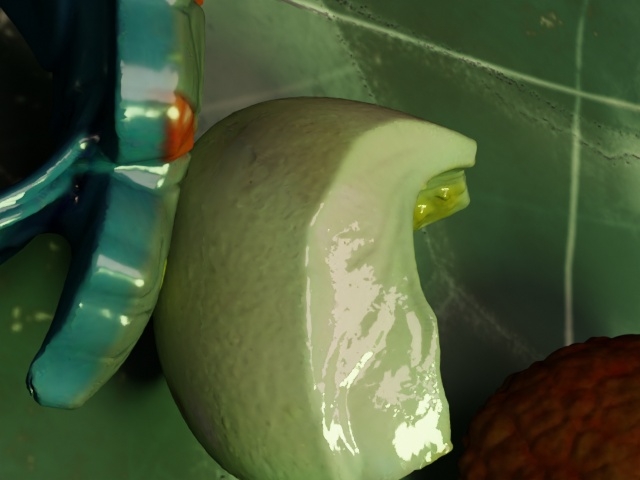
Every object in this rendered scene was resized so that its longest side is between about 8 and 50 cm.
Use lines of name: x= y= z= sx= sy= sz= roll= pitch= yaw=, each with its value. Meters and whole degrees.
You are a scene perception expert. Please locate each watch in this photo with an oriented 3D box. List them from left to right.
watch: x=-0.212 y=-0.061 z=0.809 sx=0.274 sy=0.241 sz=0.305 roll=6 pitch=72 yaw=-18

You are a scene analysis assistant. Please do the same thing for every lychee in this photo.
lychee: x=0.240 y=0.192 z=1.011 sx=0.300 sy=0.255 sz=0.255 roll=9 pitch=61 yaw=8

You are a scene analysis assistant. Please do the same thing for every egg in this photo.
egg: x=-0.018 y=0.006 z=0.889 sx=0.162 sy=0.206 sz=0.271 roll=65 pitch=31 yaw=-32
